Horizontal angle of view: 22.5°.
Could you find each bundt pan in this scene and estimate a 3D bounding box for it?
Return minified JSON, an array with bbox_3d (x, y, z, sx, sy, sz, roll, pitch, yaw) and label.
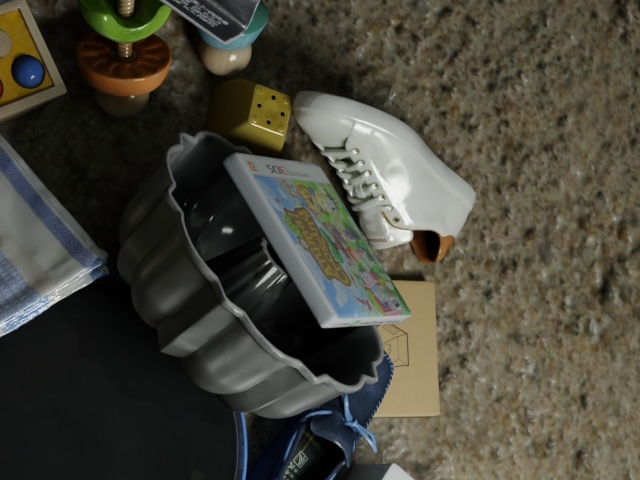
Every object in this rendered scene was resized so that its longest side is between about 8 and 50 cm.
[{"bbox_3d":[-0.086,0.051,1.685,0.331,0.124,0.331,42,23,-22],"label":"bundt pan"}]

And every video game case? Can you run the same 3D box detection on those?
[{"bbox_3d":[0.000,0.000,1.737,0.212,0.023,0.193,59,23,16],"label":"video game case"}]

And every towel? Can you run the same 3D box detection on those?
[{"bbox_3d":[-0.380,0.021,1.592,0.285,0.034,0.209,-33,71,-26],"label":"towel"}]

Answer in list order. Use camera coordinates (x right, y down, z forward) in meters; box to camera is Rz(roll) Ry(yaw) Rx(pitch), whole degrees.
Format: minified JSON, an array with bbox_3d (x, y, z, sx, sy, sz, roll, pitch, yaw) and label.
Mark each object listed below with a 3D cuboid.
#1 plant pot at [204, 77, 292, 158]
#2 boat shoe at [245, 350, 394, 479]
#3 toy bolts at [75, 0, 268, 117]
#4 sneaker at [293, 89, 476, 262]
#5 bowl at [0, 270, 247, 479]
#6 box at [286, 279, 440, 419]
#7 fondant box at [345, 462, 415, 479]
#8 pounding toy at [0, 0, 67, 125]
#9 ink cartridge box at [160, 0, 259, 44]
[{"bbox_3d":[-0.075,-0.138,1.816,0.081,0.083,0.081,18,73,-26],"label":"plant pot"},{"bbox_3d":[0.009,0.228,1.779,0.109,0.089,0.258,40,72,-23],"label":"boat shoe"},{"bbox_3d":[-0.175,-0.251,1.781,0.228,0.158,0.218,-12,47,-21],"label":"toy bolts"},{"bbox_3d":[0.068,-0.065,1.848,0.290,0.106,0.123,34,71,-36],"label":"sneaker"},{"bbox_3d":[-0.252,0.213,1.657,0.391,0.077,0.391,6,78,-28],"label":"bowl"},{"bbox_3d":[0.048,0.126,1.874,0.201,0.021,0.164,3,80,-30],"label":"box"},{"bbox_3d":[0.113,0.444,1.811,0.330,0.096,0.238,42,64,-15],"label":"fondant box"},{"bbox_3d":[-0.352,-0.191,1.659,0.130,0.100,0.141,-26,94,-31],"label":"pounding toy"},{"bbox_3d":[-0.153,-0.407,1.646,0.303,0.072,0.307,32,63,-24],"label":"ink cartridge box"}]
